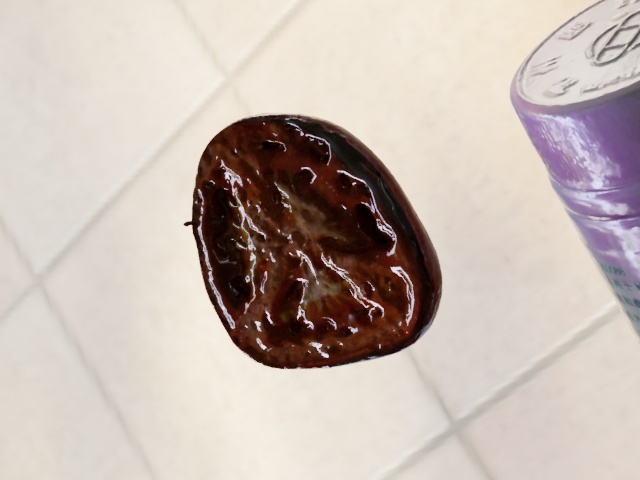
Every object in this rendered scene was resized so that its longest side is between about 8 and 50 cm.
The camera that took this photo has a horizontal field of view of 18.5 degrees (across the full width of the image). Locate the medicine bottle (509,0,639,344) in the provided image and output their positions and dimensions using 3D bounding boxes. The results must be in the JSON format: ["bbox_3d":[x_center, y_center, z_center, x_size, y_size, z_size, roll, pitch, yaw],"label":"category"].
[{"bbox_3d":[0.229,-0.016,1.140,0.152,0.152,0.254,-9,122,42],"label":"medicine bottle"}]

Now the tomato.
[{"bbox_3d":[0.004,-0.007,1.299,0.166,0.082,0.174,-13,96,30],"label":"tomato"}]
